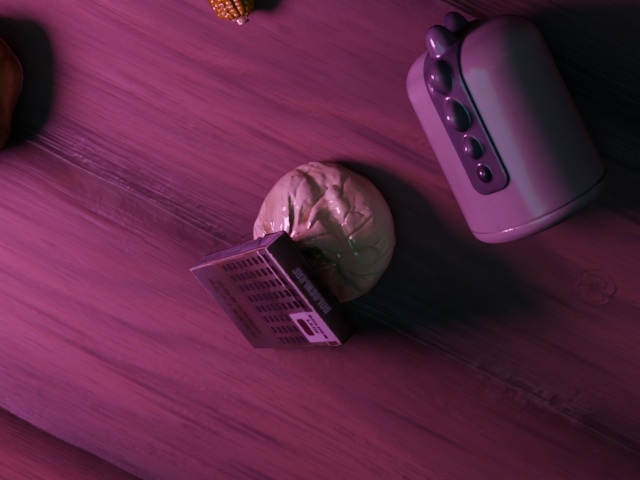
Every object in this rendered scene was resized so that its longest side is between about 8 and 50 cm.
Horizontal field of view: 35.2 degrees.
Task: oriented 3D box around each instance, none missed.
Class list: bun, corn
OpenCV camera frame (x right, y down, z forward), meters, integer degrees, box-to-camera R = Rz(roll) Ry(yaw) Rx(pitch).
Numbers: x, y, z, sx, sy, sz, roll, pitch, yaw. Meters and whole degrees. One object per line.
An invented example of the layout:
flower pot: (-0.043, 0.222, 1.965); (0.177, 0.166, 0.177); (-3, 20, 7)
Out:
bun: (0.000, 0.000, 1.557); (0.229, 0.145, 0.229); (6, 113, 15)
corn: (-0.159, -0.411, 1.476); (0.068, 0.068, 0.207); (-24, 102, 18)

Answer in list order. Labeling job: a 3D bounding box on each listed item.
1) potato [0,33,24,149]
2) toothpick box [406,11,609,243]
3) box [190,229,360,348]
potato: (-0.602, -0.189, 1.533); (0.299, 0.196, 0.246); (-17, 130, 3)
toothpick box: (0.242, -0.170, 1.404); (0.229, 0.229, 0.316); (-24, 103, 18)
box: (-0.079, 0.084, 1.539); (0.180, 0.047, 0.325); (53, 155, -11)
